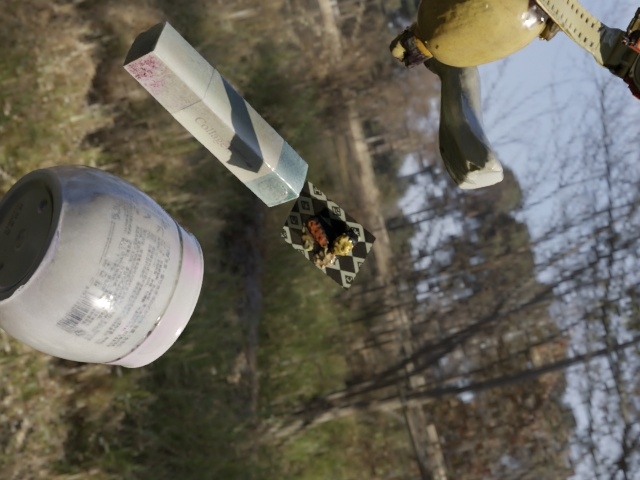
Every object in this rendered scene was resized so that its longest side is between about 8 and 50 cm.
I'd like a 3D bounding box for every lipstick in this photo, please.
[{"bbox_3d":[-0.141,-0.173,1.464,0.317,0.066,0.068,44,45,-34],"label":"lipstick"}]

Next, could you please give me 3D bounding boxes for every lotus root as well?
[{"bbox_3d":[0.232,-0.345,1.566,0.310,0.183,0.182,-18,-94,49],"label":"lotus root"}]

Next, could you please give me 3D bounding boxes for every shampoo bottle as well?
[{"bbox_3d":[-0.333,0.041,1.496,0.266,0.273,0.273,32,30,-40],"label":"shampoo bottle"}]

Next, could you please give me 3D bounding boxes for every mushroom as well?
[{"bbox_3d":[0.290,-0.253,2.054,0.159,0.122,0.328,134,-49,-57],"label":"mushroom"}]

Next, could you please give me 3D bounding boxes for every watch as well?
[{"bbox_3d":[0.382,-0.268,1.319,0.268,0.102,0.165,24,5,-44],"label":"watch"}]

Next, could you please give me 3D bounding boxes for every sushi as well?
[{"bbox_3d":[0.000,0.000,1.363,0.126,0.026,0.120,40,-42,14],"label":"sushi"}]
